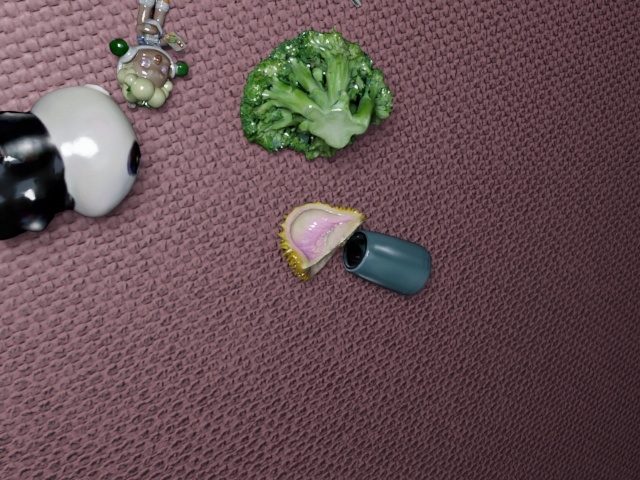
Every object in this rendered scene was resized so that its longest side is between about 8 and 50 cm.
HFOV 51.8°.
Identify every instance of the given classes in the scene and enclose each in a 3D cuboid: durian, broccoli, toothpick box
[{"bbox_3d":[0.000,0.002,1.350,0.165,0.132,0.182,35,70,-44],"label":"durian"},{"bbox_3d":[-0.003,-0.256,1.229,0.294,0.245,0.265,-1,123,-8],"label":"broccoli"},{"bbox_3d":[0.143,0.045,1.455,0.184,0.120,0.120,18,91,-31],"label":"toothpick box"}]

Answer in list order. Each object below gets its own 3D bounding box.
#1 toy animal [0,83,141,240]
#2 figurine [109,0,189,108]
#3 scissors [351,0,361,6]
[{"bbox_3d":[-0.418,-0.121,1.024,0.266,0.212,0.213,-23,112,-29],"label":"toy animal"},{"bbox_3d":[-0.288,-0.318,1.115,0.147,0.093,0.197,9,95,-44],"label":"figurine"},{"bbox_3d":[0.044,-0.518,1.323,0.119,0.014,0.058,45,77,-28],"label":"scissors"}]
